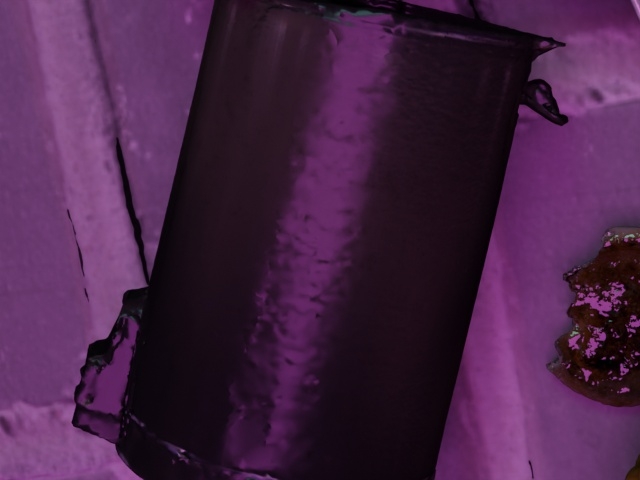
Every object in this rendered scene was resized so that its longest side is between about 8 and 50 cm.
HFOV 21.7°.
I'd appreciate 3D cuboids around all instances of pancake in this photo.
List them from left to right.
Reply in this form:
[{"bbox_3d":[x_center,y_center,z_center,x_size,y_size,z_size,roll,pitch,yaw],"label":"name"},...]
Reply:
[{"bbox_3d":[0.209,0.049,1.071,0.116,0.022,0.130,6,115,-1],"label":"pancake"}]

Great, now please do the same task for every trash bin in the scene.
[{"bbox_3d":[0.000,0.000,1.011,0.252,0.203,0.302,13,101,-4],"label":"trash bin"}]

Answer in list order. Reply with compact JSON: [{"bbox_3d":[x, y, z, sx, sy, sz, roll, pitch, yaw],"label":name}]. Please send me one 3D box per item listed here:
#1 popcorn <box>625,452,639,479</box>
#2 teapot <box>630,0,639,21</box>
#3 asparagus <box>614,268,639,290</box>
[{"bbox_3d":[0.297,0.189,0.993,0.250,0.250,0.190,6,136,8],"label":"popcorn"},{"bbox_3d":[0.181,-0.265,0.967,0.208,0.166,0.300,-11,108,23],"label":"teapot"},{"bbox_3d":[0.239,-0.011,1.067,0.127,0.015,0.018,-40,91,13],"label":"asparagus"}]
